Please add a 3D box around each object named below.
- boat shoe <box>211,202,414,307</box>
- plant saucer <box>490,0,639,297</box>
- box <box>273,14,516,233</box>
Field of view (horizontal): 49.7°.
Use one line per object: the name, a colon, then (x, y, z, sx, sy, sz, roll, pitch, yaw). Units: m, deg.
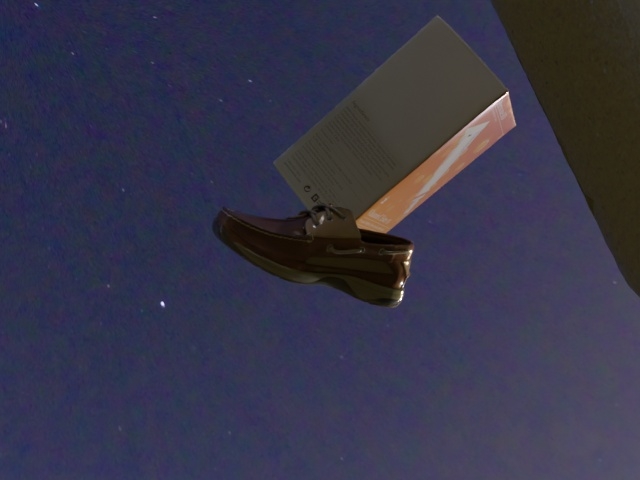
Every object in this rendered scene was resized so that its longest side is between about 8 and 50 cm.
boat shoe: (0.000, 0.000, 0.975, 0.324, 0.123, 0.116, 18, -79, -35)
plant saucer: (0.251, -0.177, 0.329, 0.333, 0.332, 0.081, -22, -26, 13)
box: (0.130, -0.162, 1.146, 0.345, 0.168, 0.215, -41, -16, 12)
